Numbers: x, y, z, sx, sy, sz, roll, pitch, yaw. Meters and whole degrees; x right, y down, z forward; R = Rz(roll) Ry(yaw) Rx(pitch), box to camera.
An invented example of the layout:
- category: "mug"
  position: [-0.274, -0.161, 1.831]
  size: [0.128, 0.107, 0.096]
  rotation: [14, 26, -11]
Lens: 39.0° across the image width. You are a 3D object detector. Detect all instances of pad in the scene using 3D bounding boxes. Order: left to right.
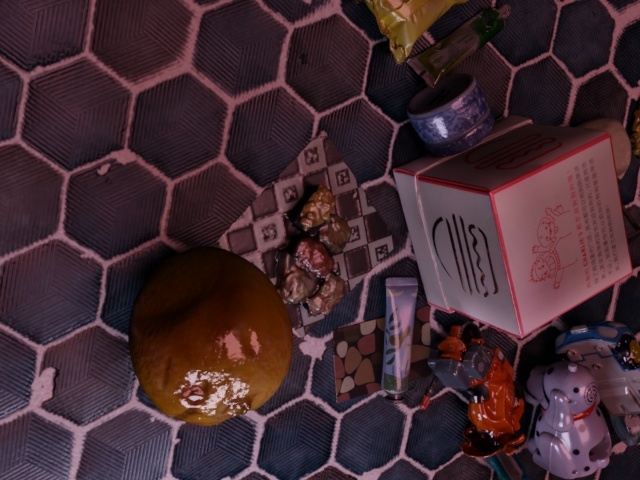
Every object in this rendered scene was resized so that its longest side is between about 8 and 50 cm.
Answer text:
- category: "pad"
  position: [0.129, 0.230, 1.842]
  size: [0.235, 0.003, 0.158]
  rotation: [-11, 106, -27]

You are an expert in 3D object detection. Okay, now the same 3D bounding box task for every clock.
- category: "clock"
  position: [0.543, 0.368, 1.984]
  size: [0.188, 0.189, 0.254]
  rotation: [-27, 120, -22]

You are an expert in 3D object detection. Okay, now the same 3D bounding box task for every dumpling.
- category: "dumpling"
  position: [0.593, -0.180, 1.944]
  size: [0.250, 0.132, 0.162]
  rotation: [-28, 107, -41]

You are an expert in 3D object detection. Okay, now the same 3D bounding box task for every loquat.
- category: "loquat"
  position: [-0.182, 0.159, 1.502]
  size: [0.276, 0.284, 0.276]
  rotation: [-14, 136, -14]

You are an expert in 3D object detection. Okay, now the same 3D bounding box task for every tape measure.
- category: "tape measure"
  position: [0.785, 0.413, 2.189]
  size: [0.179, 0.104, 0.107]
  rotation: [-30, 111, -21]

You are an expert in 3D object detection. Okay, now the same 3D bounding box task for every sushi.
- category: "sushi"
  position: [0.000, 0.000, 1.689]
  size: [0.292, 0.059, 0.294]
  rotation: [-46, 118, -14]

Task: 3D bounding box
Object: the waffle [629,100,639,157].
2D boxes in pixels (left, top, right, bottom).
- category: "waffle"
  position: [0.784, -0.273, 2.074]
  size: [0.149, 0.051, 0.194]
  rotation: [17, 91, -29]

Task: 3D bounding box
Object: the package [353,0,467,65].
- category: "package"
  position: [0.171, -0.452, 1.669]
  size: [0.226, 0.090, 0.168]
  rotation: [-44, 115, -17]

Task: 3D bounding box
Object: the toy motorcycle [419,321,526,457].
- category: "toy motorcycle"
  position: [0.338, 0.331, 1.910]
  size: [0.326, 0.147, 0.221]
  rotation: [51, 53, -30]

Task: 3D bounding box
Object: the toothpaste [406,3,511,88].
- category: "toothpaste"
  position: [0.281, -0.390, 1.767]
  size: [0.248, 0.047, 0.078]
  rotation: [-39, 81, -17]

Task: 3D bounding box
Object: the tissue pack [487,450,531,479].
- category: "tissue pack"
  position: [0.412, 0.501, 2.007]
  size: [0.085, 0.028, 0.138]
  rotation: [-13, 65, -33]

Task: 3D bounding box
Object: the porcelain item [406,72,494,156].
- category: "porcelain item"
  position: [0.250, -0.236, 1.726]
  size: [0.147, 0.147, 0.114]
  rotation: [-39, 117, -17]

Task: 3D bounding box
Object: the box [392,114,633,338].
- category: "box"
  position: [0.373, -0.036, 1.748]
  size: [0.312, 0.300, 0.314]
  rotation: [-26, 112, -23]

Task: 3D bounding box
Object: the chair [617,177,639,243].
- category: "chair"
  position: [0.572, -0.001, 1.958]
  size: [0.154, 0.260, 0.141]
  rotation: [-23, 72, -22]

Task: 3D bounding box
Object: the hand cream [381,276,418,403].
- category: "hand cream"
  position: [0.153, 0.201, 1.822]
  size: [0.088, 0.055, 0.256]
  rotation: [1, 94, -34]

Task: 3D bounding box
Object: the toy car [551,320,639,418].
- category: "toy car"
  position: [0.665, 0.280, 2.059]
  size: [0.314, 0.198, 0.166]
  rotation: [49, 43, -25]
